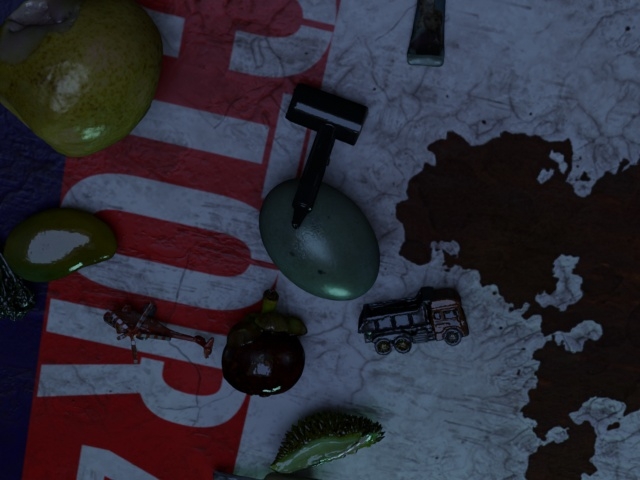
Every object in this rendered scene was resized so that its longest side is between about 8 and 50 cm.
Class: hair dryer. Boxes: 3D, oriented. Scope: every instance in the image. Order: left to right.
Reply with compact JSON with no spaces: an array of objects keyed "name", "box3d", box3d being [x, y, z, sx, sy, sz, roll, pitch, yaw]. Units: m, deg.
[{"name":"hair dryer","box3d":[-0.019,-0.134,1.586,0.128,0.255,0.070,22,151,-4]}]

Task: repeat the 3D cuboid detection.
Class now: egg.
[{"name":"egg","box3d":[0.000,0.000,1.654,0.169,0.169,0.236,-37,107,14]}]

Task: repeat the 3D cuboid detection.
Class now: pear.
[{"name":"pear","box3d":[-0.374,-0.268,1.532,0.271,0.271,0.271,1,110,2]}]

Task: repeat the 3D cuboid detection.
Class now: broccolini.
[{"name":"broccolini","box3d":[-0.566,0.045,1.760,0.091,0.068,0.202,-8,101,26]}]

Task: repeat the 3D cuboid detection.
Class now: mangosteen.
[{"name":"mangosteen","box3d":[-0.107,0.187,1.756,0.146,0.156,0.181,-21,79,35]}]

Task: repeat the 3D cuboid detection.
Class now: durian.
[{"name":"durian","box3d":[0.015,0.362,1.831,0.221,0.137,0.095,-19,76,16]}]

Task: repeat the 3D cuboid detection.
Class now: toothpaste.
[{"name":"toothpaste","box3d":[0.178,-0.383,1.578,0.062,0.037,0.216,4,115,-1]}]

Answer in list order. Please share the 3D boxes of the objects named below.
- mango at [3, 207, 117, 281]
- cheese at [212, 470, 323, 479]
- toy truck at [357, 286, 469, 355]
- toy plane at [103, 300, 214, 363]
[{"name":"mango","box3d":[-0.457,0.003,1.722,0.191,0.085,0.122,-22,99,-1]},{"name":"cheese","box3d":[-0.092,0.464,1.875,0.235,0.127,0.049,6,76,11]},{"name":"toy truck","box3d":[0.162,0.141,1.748,0.192,0.083,0.092,-9,105,6]},{"name":"toy plane","box3d":[-0.290,0.154,1.777,0.194,0.077,0.126,-4,114,-5]}]
